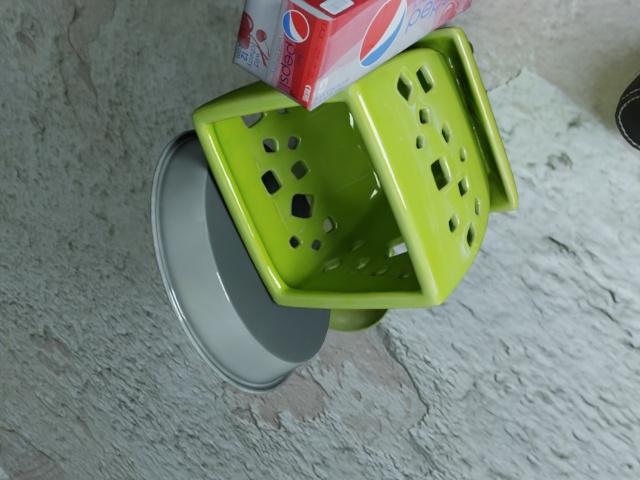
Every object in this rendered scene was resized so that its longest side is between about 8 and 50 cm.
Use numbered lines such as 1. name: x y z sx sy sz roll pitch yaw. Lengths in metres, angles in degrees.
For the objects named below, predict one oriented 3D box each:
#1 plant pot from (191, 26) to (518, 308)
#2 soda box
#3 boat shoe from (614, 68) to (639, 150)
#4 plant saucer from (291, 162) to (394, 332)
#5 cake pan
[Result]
1. plant pot: 0.050 -0.080 1.081 0.228 0.207 0.227 -1 118 46
2. soda box: 0.044 -0.210 0.934 0.083 0.263 0.092 34 135 19
3. boat shoe: 0.314 -0.092 0.847 0.103 0.092 0.285 57 162 -19
4. plant saucer: 0.000 0.000 1.333 0.241 0.037 0.241 25 135 28
5. cake pan: -0.072 0.014 1.182 0.054 0.293 0.293 -17 108 25
